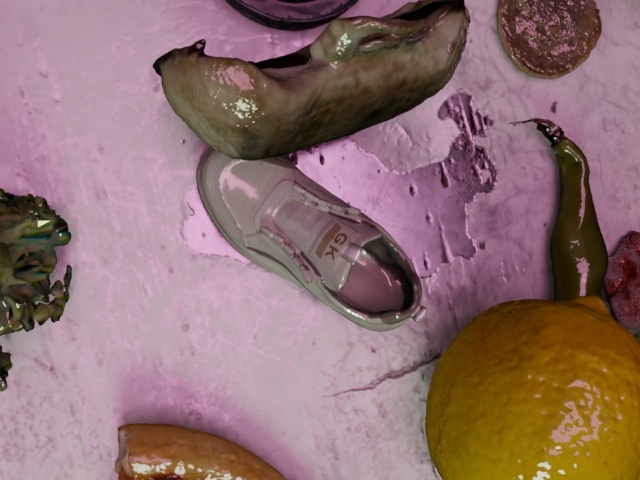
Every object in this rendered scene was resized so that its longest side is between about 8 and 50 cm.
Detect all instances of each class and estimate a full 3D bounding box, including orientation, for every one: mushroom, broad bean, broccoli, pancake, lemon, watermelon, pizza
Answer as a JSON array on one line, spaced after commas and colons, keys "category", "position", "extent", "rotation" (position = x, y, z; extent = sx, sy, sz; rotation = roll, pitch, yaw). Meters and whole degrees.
[{"category": "mushroom", "position": [0.006, -0.166, 0.725], "extent": [0.344, 0.247, 0.130], "rotation": [-25, 105, -35]}, {"category": "broad bean", "position": [0.316, -0.004, 0.885], "extent": [0.098, 0.056, 0.318], "rotation": [-15, 90, -13]}, {"category": "broccoli", "position": [-0.339, 0.050, 0.643], "extent": [0.177, 0.275, 0.198], "rotation": [7, 100, -13]}, {"category": "pancake", "position": [0.297, -0.281, 0.894], "extent": [0.152, 0.025, 0.151], "rotation": [0, 89, -11]}, {"category": "lemon", "position": [0.245, 0.193, 0.779], "extent": [0.267, 0.267, 0.267], "rotation": [0, 90, -11]}, {"category": "watermelon", "position": [0.411, 0.070, 0.877], "extent": [0.098, 0.121, 0.158], "rotation": [-11, 91, 1]}, {"category": "pizza", "position": [-0.120, 0.382, 0.776], "extent": [0.278, 0.114, 0.409], "rotation": [-32, 94, -15]}]

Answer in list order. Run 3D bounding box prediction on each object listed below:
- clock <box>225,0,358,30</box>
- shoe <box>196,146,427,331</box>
[{"category": "clock", "position": [-0.035, -0.363, 0.815], "extent": [0.226, 0.049, 0.226], "rotation": [0, 92, -12]}, {"category": "shoe", "position": [0.000, 0.000, 0.770], "extent": [0.316, 0.159, 0.124], "rotation": [36, 85, -12]}]
